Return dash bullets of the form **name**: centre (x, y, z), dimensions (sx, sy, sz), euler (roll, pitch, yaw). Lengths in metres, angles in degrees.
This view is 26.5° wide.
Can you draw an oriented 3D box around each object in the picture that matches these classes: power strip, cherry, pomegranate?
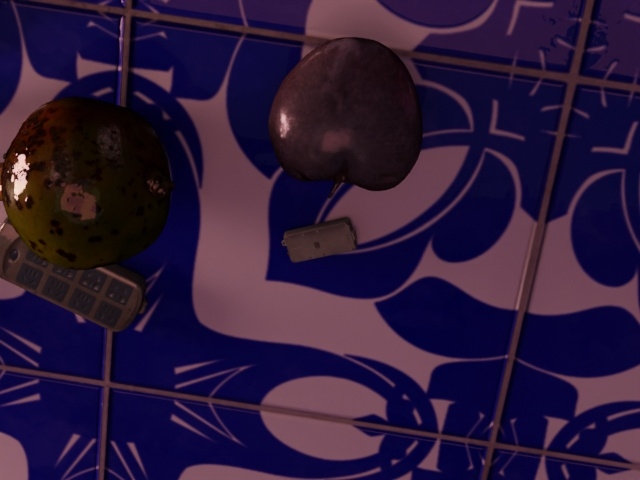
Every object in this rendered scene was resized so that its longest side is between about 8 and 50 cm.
- **power strip**: centre (0.000, 0.000, 1.616), dimensions (0.090, 0.016, 0.040), euler (-12, 115, 11)
- **cherry**: centre (0.026, -0.133, 1.480), dimensions (0.176, 0.140, 0.176), euler (0, 94, -2)
- **pomegranate**: centre (-0.272, -0.070, 1.536), dimensions (0.198, 0.246, 0.198), euler (-8, 106, -29)
- **power strip**: centre (-0.318, 0.039, 1.663), dimensions (0.226, 0.029, 0.080), euler (26, 117, -7)
